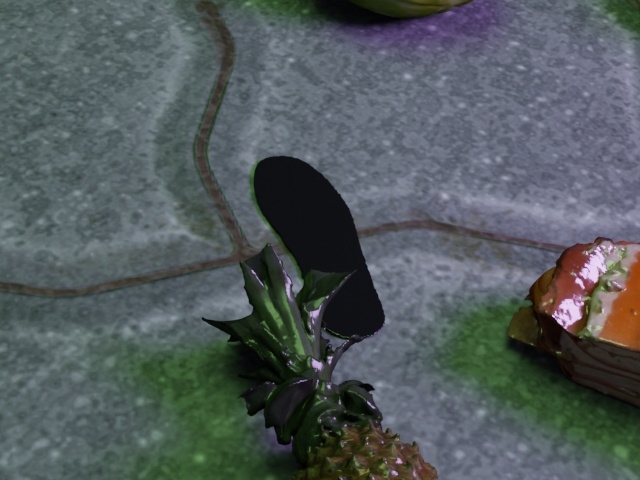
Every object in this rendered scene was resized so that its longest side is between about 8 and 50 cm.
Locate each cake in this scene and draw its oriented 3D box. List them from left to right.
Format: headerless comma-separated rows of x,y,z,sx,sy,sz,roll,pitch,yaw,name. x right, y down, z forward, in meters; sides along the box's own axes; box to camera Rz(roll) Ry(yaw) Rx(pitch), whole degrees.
0.301,0.090,0.996,0.287,0.098,0.135,30,47,20,cake

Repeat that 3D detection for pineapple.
0.010,0.125,0.899,0.130,0.119,0.277,-23,49,-6,pineapple

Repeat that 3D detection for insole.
0.000,0.000,1.101,0.080,0.003,0.232,-9,48,-19,insole

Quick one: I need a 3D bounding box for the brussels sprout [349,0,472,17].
0.100,-0.347,1.338,0.244,0.244,0.244,5,44,-5,brussels sprout
